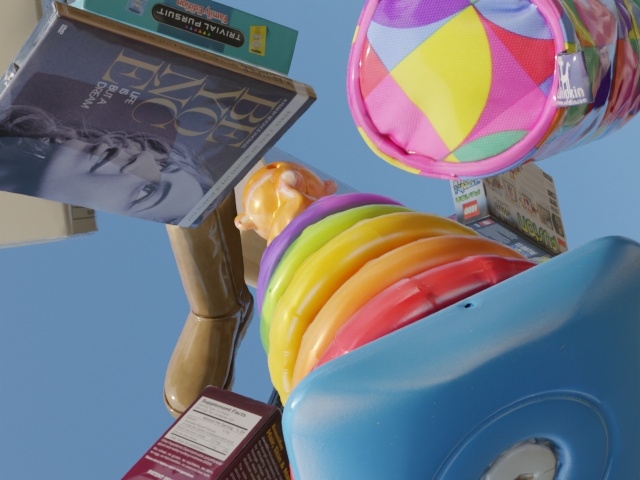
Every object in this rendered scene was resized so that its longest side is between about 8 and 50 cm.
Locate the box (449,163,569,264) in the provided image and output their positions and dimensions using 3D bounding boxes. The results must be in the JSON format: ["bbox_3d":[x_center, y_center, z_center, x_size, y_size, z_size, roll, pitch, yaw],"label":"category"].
[{"bbox_3d":[0.198,-0.043,1.112,0.207,0.036,0.114,25,-129,-51],"label":"box"}]

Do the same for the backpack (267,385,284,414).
[{"bbox_3d":[0.023,0.252,1.347,0.191,0.225,0.253,35,-108,-31],"label":"backpack"}]

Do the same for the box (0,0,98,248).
[{"bbox_3d":[-0.292,-0.148,0.970,0.121,0.148,0.311,-7,-89,-2],"label":"box"}]

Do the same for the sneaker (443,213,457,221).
[{"bbox_3d":[0.137,0.022,1.313,0.087,0.128,0.221,46,-121,-4],"label":"sneaker"}]

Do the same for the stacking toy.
[{"bbox_3d":[0.024,0.034,0.557,0.175,0.302,0.165,-24,-55,-13],"label":"stacking toy"}]

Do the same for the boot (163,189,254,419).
[{"bbox_3d":[-0.156,0.062,1.334,0.269,0.089,0.236,85,-165,-47],"label":"boot"}]

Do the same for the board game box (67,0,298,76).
[{"bbox_3d":[-0.243,-0.337,1.690,0.336,0.254,0.079,14,-92,-27],"label":"board game box"}]

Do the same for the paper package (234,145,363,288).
[{"bbox_3d":[0.000,0.000,1.678,0.325,0.168,0.309,26,-169,-16],"label":"paper package"}]

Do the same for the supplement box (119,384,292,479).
[{"bbox_3d":[-0.100,0.216,0.813,0.188,0.081,0.104,-47,-48,-34],"label":"supplement box"}]

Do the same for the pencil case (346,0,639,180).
[{"bbox_3d":[0.100,-0.087,0.506,0.236,0.104,0.104,-20,-95,-64],"label":"pencil case"}]

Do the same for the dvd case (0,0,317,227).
[{"bbox_3d":[-0.132,-0.077,0.759,0.221,0.164,0.018,11,-134,-44],"label":"dvd case"}]
